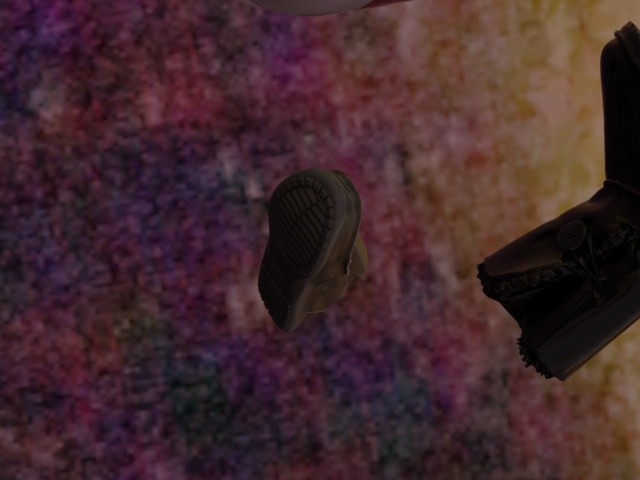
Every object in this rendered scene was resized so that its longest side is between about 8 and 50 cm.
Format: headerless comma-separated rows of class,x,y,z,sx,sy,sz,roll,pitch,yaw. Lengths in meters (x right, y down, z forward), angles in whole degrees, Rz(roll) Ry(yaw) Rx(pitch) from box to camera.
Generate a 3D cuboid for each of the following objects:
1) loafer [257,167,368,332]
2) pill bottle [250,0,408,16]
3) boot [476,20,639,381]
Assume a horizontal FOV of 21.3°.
loafer,0.000,0.000,1.690,0.087,0.251,0.094,-22,69,-24
pill bottle,0.058,-0.234,0.821,0.408,0.229,0.229,-13,95,-25
boot,0.205,-0.032,1.293,0.094,0.207,0.246,40,23,-44
